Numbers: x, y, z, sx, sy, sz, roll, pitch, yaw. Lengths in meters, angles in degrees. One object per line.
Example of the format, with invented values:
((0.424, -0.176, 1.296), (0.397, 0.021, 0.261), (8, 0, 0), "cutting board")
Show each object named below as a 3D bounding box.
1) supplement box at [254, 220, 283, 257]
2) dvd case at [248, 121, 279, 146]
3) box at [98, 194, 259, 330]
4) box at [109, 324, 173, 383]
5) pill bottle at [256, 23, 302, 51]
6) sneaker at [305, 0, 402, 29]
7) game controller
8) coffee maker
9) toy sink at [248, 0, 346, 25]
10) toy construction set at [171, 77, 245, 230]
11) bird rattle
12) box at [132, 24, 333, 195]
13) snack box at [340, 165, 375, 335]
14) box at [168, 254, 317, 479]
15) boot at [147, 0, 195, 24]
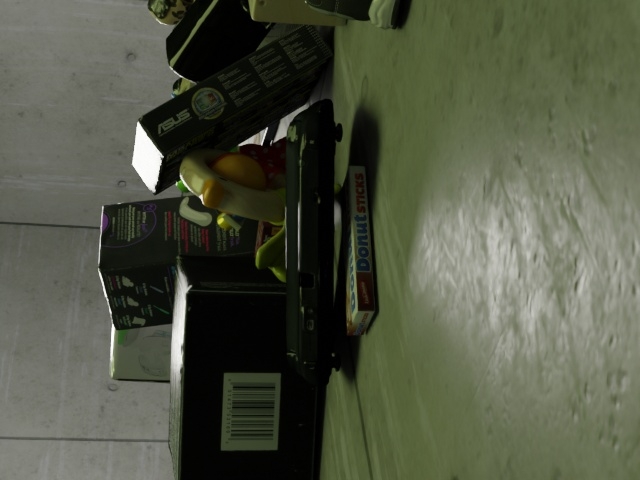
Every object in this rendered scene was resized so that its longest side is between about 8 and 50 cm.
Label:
((-0.068, 0.006, 1.741), (0.043, 0.055, 0.083), (-108, 23, -58), "supplement box")
((-0.105, -0.236, 2.087), (0.253, 0.022, 0.180), (117, 154, -64), "dvd case")
((-0.214, 0.029, 1.874), (0.165, 0.270, 0.143), (-98, 2, -48), "box")
((-0.248, 0.198, 2.083), (0.231, 0.262, 0.126), (150, 123, -78), "box")
((-0.088, -0.334, 1.736), (0.229, 0.131, 0.131), (111, 159, -59), "pill bottle")
((0.024, -0.329, 1.210), (0.100, 0.108, 0.271), (101, 168, -45), "sneaker")
((0.000, 0.000, 1.315), (0.166, 0.067, 0.319), (-49, -39, -73), "game controller")
((-0.130, -0.293, 1.545), (0.178, 0.120, 0.171), (-50, 11, 36), "coffee maker")
((-0.034, -0.403, 1.441), (0.152, 0.131, 0.234), (105, 161, -48), "toy sink")
((-0.147, -0.166, 1.843), (0.151, 0.215, 0.327), (-46, 28, 22), "toy construction set")
((-0.081, -0.077, 1.493), (0.143, 0.207, 0.253), (-61, 31, 25), "bird rattle")
((-0.125, -0.177, 1.568), (0.060, 0.270, 0.216), (56, 165, 4), "box")
((0.040, 0.010, 1.253), (0.064, 0.022, 0.178), (109, 161, -60), "snack box")
((-0.110, 0.184, 1.561), (0.294, 0.183, 0.296), (-142, 55, -76), "box")
((-0.200, -0.428, 1.674), (0.377, 0.138, 0.284), (-46, -11, -38), "boot")
